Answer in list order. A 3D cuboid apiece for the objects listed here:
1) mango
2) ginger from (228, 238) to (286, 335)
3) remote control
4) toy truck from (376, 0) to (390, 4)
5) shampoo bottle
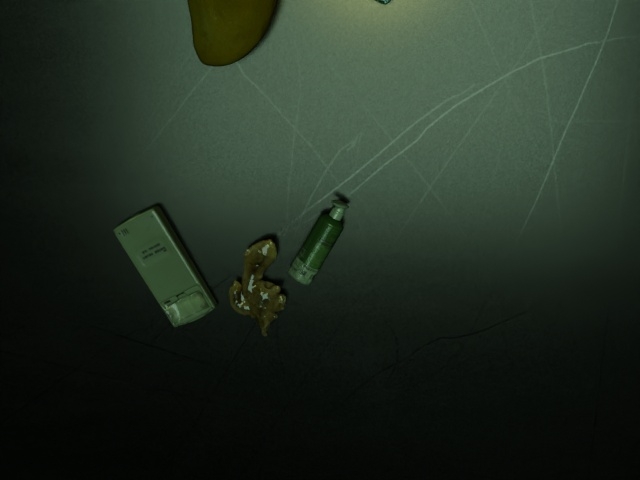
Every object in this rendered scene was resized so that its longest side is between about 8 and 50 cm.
[{"bbox_3d":[-0.178,-0.522,1.803,0.195,0.142,0.331,0,114,9],"label":"mango"},{"bbox_3d":[-0.131,0.100,2.019,0.133,0.059,0.214,26,105,5],"label":"ginger"},{"bbox_3d":[-0.354,0.064,2.039,0.123,0.038,0.285,-28,104,13],"label":"remote control"},{"bbox_3d":[0.092,-0.556,1.801,0.175,0.067,0.081,38,107,-6],"label":"toy truck"},{"bbox_3d":[0.000,0.000,1.972,0.065,0.065,0.204,29,107,-4],"label":"shampoo bottle"}]
